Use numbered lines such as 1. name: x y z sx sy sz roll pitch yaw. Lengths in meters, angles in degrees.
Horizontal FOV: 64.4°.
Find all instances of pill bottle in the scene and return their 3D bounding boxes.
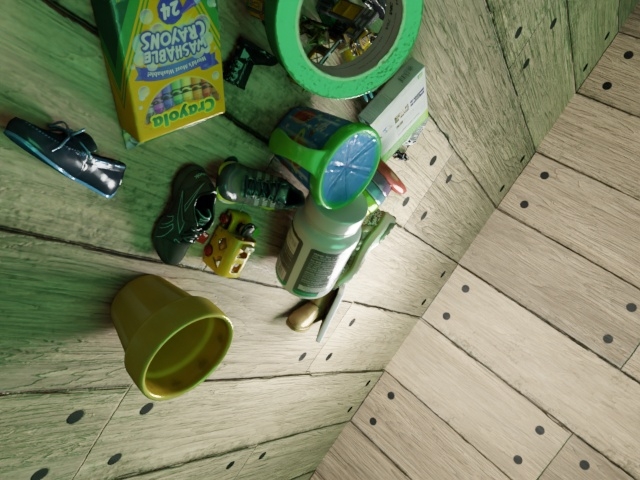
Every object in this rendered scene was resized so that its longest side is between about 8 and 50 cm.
1. pill bottle: 0.000 0.000 1.515 0.204 0.204 0.361 -28 156 -36

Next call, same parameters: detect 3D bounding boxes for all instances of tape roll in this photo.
1. tape roll: 0.049 -0.451 1.023 0.321 0.077 0.321 -13 130 -16

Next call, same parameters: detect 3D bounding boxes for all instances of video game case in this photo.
1. video game case: 0.048 0.263 2.001 0.206 0.026 0.227 -64 179 -69

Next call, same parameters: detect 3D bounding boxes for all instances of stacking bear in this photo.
1. stacking bear: 0.113 -0.133 1.666 0.289 0.175 0.164 -46 152 2

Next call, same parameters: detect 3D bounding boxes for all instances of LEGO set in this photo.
1. LEGO set: 0.013 -0.473 1.129 0.255 0.192 0.331 -46 149 -12

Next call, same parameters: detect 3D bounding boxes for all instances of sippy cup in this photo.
1. sippy cup: 0.002 -0.234 1.330 0.240 0.224 0.305 -46 149 -11

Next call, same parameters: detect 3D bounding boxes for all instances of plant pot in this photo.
1. plant pot: -0.384 0.214 1.244 0.254 0.239 0.254 -35 146 -28

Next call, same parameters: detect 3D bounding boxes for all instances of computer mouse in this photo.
1. computer mouse: 0.318 -0.372 1.809 0.106 0.042 0.193 -5 131 -47

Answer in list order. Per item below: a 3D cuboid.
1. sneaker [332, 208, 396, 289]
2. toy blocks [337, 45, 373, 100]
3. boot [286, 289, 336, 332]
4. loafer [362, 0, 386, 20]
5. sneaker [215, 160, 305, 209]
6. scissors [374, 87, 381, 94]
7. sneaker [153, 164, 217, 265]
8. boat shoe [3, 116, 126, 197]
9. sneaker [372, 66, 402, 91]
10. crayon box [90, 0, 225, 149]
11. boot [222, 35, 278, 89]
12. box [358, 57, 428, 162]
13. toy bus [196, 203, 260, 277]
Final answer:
1. sneaker: 0.078 0.007 1.779 0.410 0.182 0.158 -50 -166 -20
2. toy blocks: 0.123 -0.461 1.360 0.123 0.054 0.148 -37 112 -25
3. boot: -0.010 0.193 1.899 0.236 0.089 0.270 -22 140 -61
4. loafer: 0.085 -0.624 1.173 0.095 0.109 0.302 -45 142 -1
5. sneaker: -0.149 -0.135 1.302 0.300 0.121 0.111 2 96 -58
6. scissors: 0.219 -0.443 1.615 0.297 0.021 0.109 -17 136 -48
7. sneaker: -0.319 -0.043 1.205 0.101 0.106 0.267 -11 131 -51
8. boat shoe: -0.453 -0.165 0.921 0.089 0.109 0.258 -58 167 -6
9. sneaker: 0.146 -0.487 1.434 0.212 0.080 0.094 -42 136 -29
10. crayon box: -0.292 -0.328 0.969 0.203 0.083 0.323 -31 144 -32
11. boot: -0.158 -0.385 1.131 0.121 0.045 0.099 12 109 -50
12. box: 0.236 -0.389 1.586 0.232 0.058 0.322 -47 160 -1
13. toy bus: -0.227 0.004 1.378 0.191 0.104 0.202 -38 147 -25
